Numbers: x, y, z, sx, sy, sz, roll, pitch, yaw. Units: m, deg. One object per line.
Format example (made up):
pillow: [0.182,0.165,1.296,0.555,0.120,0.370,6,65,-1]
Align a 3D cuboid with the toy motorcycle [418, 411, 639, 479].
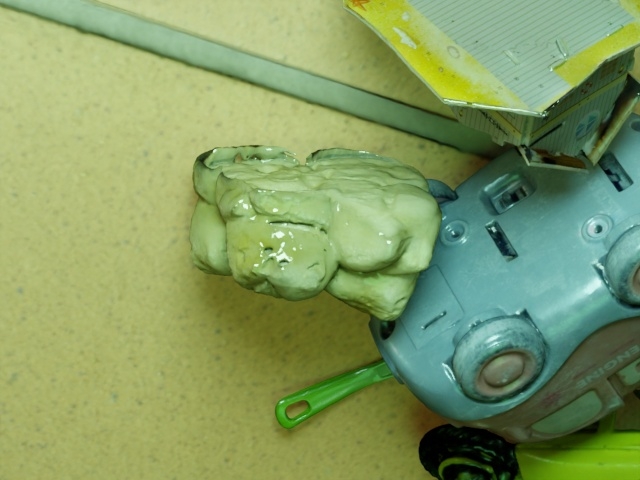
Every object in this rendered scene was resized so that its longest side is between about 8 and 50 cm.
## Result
toy motorcycle: [0.264,0.230,1.524,0.342,0.142,0.206,-2,148,23]

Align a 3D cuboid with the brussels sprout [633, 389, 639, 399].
brussels sprout: [0.362,0.111,1.563,0.181,0.100,0.139,27,99,-25]

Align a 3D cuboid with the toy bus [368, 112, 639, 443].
toy bus: [0.198,0.044,1.418,0.294,0.197,0.232,-35,136,6]

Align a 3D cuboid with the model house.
model house: [0.122,-0.139,1.285,0.207,0.219,0.136,-34,149,-25]

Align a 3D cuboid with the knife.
knife: [0.040,0.124,1.519,0.166,0.022,0.078,-21,108,-1]

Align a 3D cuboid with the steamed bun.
steamed bun: [0.000,0.000,1.324,0.177,0.192,0.106,-2,109,-26]
